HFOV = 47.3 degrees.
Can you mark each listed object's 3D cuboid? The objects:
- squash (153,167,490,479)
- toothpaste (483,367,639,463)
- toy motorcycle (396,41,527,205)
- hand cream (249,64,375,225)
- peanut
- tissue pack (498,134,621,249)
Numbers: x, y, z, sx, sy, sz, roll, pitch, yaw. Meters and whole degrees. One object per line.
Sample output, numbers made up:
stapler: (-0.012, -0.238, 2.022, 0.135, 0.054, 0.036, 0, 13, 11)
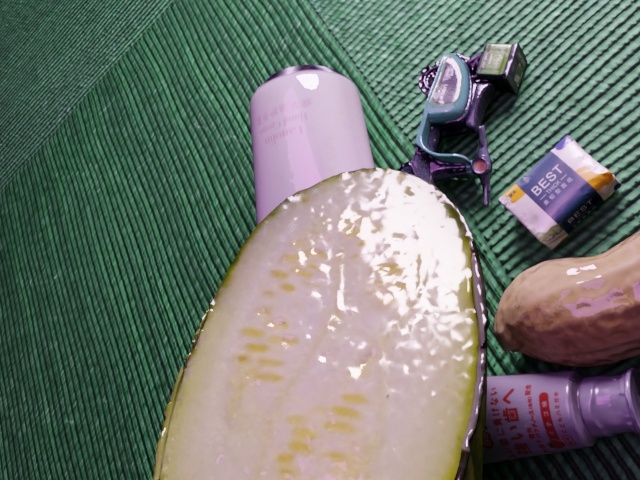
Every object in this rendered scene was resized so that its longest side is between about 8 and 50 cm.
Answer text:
squash: (0.018, 0.082, 0.570, 0.234, 0.210, 0.308, 4, 86, 24)
toothpaste: (0.147, 0.147, 0.607, 0.234, 0.057, 0.089, -18, 82, 36)
toy motorcycle: (0.135, -0.112, 0.721, 0.100, 0.058, 0.173, 12, 77, 35)
hand cream: (0.000, 0.000, 0.747, 0.186, 0.118, 0.358, -15, 71, 24)
peanut: (0.232, 0.041, 0.558, 0.214, 0.090, 0.098, -20, 50, 29)
tissue pack: (0.209, -0.042, 0.642, 0.083, 0.042, 0.062, -46, 53, 14)
